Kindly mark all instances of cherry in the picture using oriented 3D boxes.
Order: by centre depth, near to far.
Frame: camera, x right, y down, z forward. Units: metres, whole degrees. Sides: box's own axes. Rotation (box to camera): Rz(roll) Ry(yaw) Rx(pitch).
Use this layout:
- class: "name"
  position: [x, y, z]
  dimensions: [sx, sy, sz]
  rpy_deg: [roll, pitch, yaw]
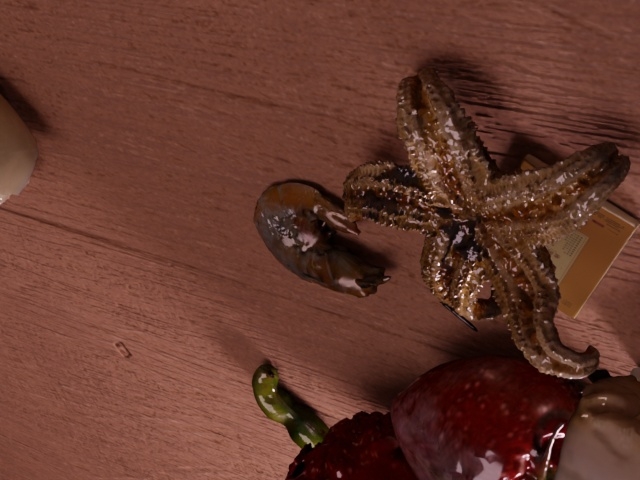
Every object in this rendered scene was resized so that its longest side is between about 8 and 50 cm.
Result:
- class: "cherry"
  position: [0.177, 0.208, 1.327]
  dimensions: [0.250, 0.175, 0.192]
  rpy_deg: [14, 132, 37]

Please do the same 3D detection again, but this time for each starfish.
- class: "starfish"
  position: [0.147, -0.006, 1.125]
  dimensions: [0.312, 0.113, 0.303]
  rpy_deg: [42, 148, 25]

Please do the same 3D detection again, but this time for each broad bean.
- class: "broad bean"
  position: [-0.025, 0.254, 1.719]
  dimensions: [0.213, 0.048, 0.070]
  rpy_deg: [52, 148, -15]

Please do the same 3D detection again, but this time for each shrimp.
- class: "shrimp"
  position: [-0.002, 0.003, 1.364]
  dimensions: [0.187, 0.051, 0.132]
  rpy_deg: [24, 146, 29]

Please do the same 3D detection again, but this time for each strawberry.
- class: "strawberry"
  position: [0.081, 0.302, 1.515]
  dimensions: [0.274, 0.220, 0.274]
  rpy_deg: [-3, 134, -4]

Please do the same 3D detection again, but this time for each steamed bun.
- class: "steamed bun"
  position: [-0.462, -0.080, 1.569]
  dimensions: [0.170, 0.225, 0.200]
  rpy_deg: [28, 146, 16]

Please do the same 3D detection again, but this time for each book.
- class: "book"
  position: [0.216, 0.000, 1.169]
  dimensions: [0.118, 0.012, 0.172]
  rpy_deg: [33, 148, 10]

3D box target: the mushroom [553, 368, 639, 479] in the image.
- class: "mushroom"
  position: [0.382, 0.246, 0.953]
  dimensions: [0.314, 0.224, 0.397]
  rpy_deg: [13, 178, -23]

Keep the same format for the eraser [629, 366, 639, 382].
- class: "eraser"
  position: [0.393, 0.210, 1.219]
  dimensions: [0.225, 0.052, 0.095]
  rpy_deg: [48, 147, -15]
